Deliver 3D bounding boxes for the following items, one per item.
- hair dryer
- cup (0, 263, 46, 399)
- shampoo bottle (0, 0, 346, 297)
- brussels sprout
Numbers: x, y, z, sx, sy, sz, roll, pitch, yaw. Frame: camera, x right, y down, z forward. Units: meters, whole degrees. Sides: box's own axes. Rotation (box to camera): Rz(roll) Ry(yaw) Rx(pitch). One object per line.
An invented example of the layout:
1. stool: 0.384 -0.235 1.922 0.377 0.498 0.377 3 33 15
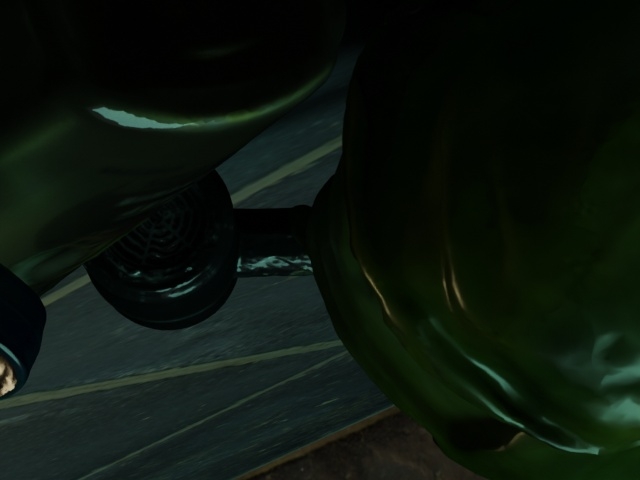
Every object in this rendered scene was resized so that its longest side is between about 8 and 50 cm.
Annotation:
1. hair dryer: 0.000 0.000 0.900 0.219 0.072 0.124 0 172 -3
2. cup: -0.161 -0.002 0.551 0.150 0.113 0.138 -2 160 -34
3. shampoo bottle: -0.128 -0.011 0.684 0.125 0.084 0.350 -14 168 -39
4. brussels sprout: 0.121 -0.019 0.767 0.294 0.227 0.259 -11 167 -27
